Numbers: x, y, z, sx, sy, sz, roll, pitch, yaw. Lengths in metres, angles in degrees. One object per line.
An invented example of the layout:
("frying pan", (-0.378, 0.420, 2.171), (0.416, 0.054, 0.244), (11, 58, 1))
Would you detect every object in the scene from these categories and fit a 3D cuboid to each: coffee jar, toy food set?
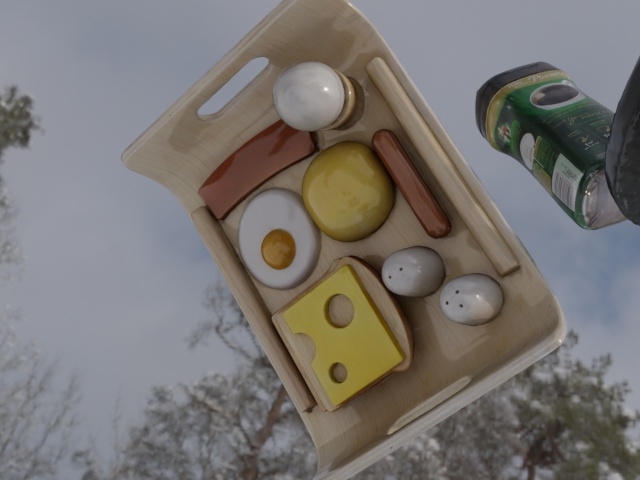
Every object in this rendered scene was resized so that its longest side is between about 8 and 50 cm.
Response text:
("coffee jar", (0.219, -0.091, 0.887), (0.096, 0.184, 0.079), (-18, -49, -15))
("toy food set", (0.000, 0.000, 0.701), (0.219, 0.092, 0.306), (-38, -108, 24))

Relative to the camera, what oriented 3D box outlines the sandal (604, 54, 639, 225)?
("sandal", (0.275, -0.082, 0.608), (0.167, 0.107, 0.446), (-17, -26, 5))
